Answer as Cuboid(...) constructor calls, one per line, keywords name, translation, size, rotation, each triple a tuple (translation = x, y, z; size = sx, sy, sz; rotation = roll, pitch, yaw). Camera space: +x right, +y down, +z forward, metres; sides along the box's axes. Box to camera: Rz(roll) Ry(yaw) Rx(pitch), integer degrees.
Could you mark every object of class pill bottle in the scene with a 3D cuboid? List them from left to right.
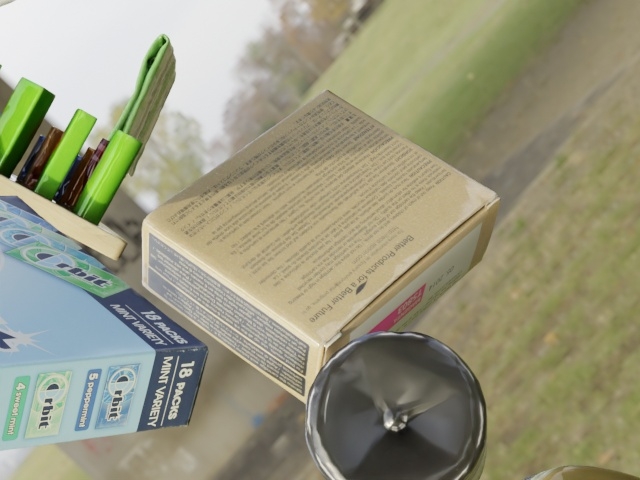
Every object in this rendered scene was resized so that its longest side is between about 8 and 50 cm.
Cuboid(name="pill bottle", translation=(0.059, 0.142, 1.122), size=(0.123, 0.123, 0.219), rotation=(-47, -14, -7))

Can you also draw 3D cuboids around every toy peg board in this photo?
Cuboid(name="toy peg board", translation=(-0.203, -0.066, 1.079), size=(0.079, 0.161, 0.160), rotation=(-61, 17, -2))

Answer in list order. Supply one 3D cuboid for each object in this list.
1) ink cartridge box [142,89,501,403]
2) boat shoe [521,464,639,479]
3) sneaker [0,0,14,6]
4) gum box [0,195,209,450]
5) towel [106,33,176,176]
Cuboid(name="ink cartridge box", translation=(0.000, 0.000, 1.282), size=(0.235, 0.193, 0.088), rotation=(-38, -28, -35))
Cuboid(name="boat shoe", translation=(0.129, 0.150, 0.568), size=(0.073, 0.223, 0.080), rotation=(-13, 51, 50))
Cuboid(name="sneaker", translation=(-0.098, -0.158, 0.439), size=(0.282, 0.161, 0.102), rotation=(-16, 46, 49))
Cuboid(name="gum box", translation=(-0.164, 0.030, 0.618), size=(0.184, 0.157, 0.041), rotation=(-3, -64, -43))
Cuboid(name="towel", translation=(-0.155, -0.114, 1.332), size=(0.152, 0.023, 0.113), rotation=(121, 172, -84))
